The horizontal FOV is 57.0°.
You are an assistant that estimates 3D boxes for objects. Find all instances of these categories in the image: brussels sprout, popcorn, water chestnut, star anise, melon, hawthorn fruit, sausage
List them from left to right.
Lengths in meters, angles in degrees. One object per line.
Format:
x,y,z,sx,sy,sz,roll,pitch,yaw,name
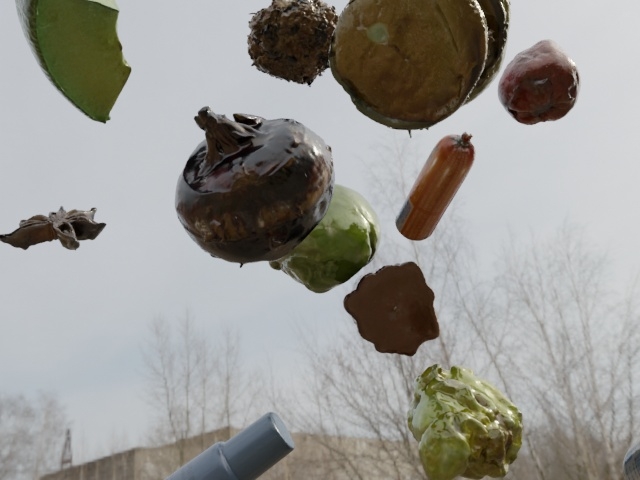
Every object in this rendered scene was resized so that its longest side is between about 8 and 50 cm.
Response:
-0.570,-0.028,1.301,0.208,0.171,0.063,0,-64,11,star anise
-0.477,-0.463,1.159,0.226,0.343,0.331,-29,-33,-5,melon
-0.120,-0.115,1.027,0.300,0.299,0.300,-6,-27,-3,water chestnut
0.011,-0.009,1.466,0.242,0.273,0.317,49,-18,-28,brussels sprout
0.249,-0.121,1.259,0.093,0.092,0.312,-1,-34,-14,sausage
0.301,0.379,1.204,0.226,0.286,0.173,13,-72,-3,popcorn
0.469,-0.342,1.263,0.174,0.179,0.173,23,-4,2,hawthorn fruit

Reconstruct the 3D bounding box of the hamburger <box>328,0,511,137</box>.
0.103,-0.200,0.615,0.177,0.113,0.185,12,-59,25,hamburger

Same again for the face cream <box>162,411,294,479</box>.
-0.211,0.400,0.891,0.385,0.135,0.086,-37,-46,-1,face cream

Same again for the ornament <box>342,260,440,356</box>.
0.163,0.153,1.443,0.235,0.221,0.217,16,-2,-3,ornament

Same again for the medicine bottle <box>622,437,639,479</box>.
0.458,0.276,0.742,0.105,0.105,0.168,-8,-38,-1,medicine bottle

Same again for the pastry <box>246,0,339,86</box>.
-0.065,-0.552,1.594,0.275,0.192,0.274,1,-43,1,pastry
